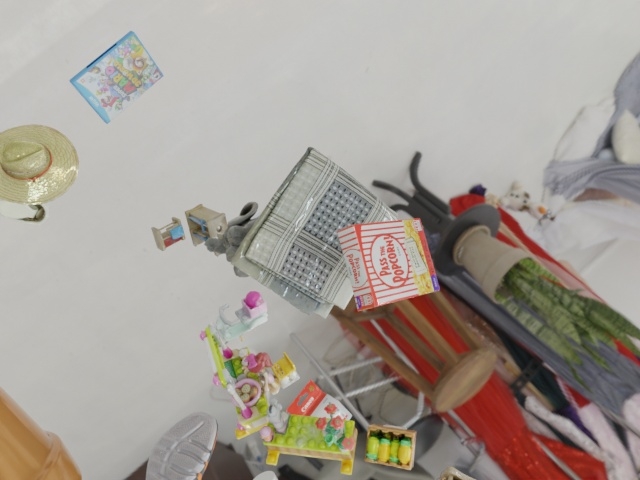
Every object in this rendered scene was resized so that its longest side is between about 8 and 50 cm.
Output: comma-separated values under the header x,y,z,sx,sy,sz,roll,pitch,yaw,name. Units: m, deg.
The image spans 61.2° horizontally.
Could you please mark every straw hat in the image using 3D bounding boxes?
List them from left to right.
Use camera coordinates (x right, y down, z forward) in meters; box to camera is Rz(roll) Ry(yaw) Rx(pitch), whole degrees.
x,y,z,sx,sy,sz,roll,pitch,yaw,name
-0.448,-0.125,0.819,0.145,0.144,0.061,-27,174,-19,straw hat

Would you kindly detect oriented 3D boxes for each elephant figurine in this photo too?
x,y,z,sx,sy,sz,roll,pitch,yaw,name
-0.187,-0.015,1.393,0.186,0.239,0.169,3,109,-20,elephant figurine

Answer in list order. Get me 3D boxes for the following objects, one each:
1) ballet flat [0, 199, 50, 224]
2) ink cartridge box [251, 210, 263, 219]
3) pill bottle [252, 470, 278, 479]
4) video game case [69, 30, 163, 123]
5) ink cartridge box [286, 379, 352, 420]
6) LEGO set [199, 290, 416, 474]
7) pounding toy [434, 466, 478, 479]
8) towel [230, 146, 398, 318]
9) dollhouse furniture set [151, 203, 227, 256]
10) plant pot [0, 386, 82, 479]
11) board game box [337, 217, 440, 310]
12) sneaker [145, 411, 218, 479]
x,y,z,sx,sy,sz,roll,pitch,yaw,name
-0.861,-0.134,1.347,0.400,0.139,0.139,25,107,-48,ballet flat
-0.044,-0.040,1.717,0.308,0.223,0.129,-28,-172,18,ink cartridge box
-0.077,0.471,0.950,0.067,0.067,0.120,-28,100,-18,pill bottle
-0.426,-0.343,1.146,0.166,0.015,0.119,-46,144,-13,video game case
-0.001,0.561,1.756,0.145,0.179,0.045,-45,-176,-37,ink cartridge box
-0.039,0.156,0.572,0.132,0.287,0.107,-40,141,-22,LEGO set
0.345,0.573,1.067,0.270,0.154,0.154,29,135,-11,pounding toy
0.000,0.000,1.234,0.312,0.056,0.324,35,89,-34,towel
-0.392,-0.006,1.666,0.184,0.129,0.128,-33,128,-36,dollhouse furniture set
-0.480,0.289,0.661,0.291,0.291,0.203,-25,105,-21,plant pot
0.128,0.040,0.989,0.194,0.146,0.045,-8,170,-43,board game box
-0.315,0.552,1.217,0.321,0.125,0.180,-61,155,-22,sneaker
